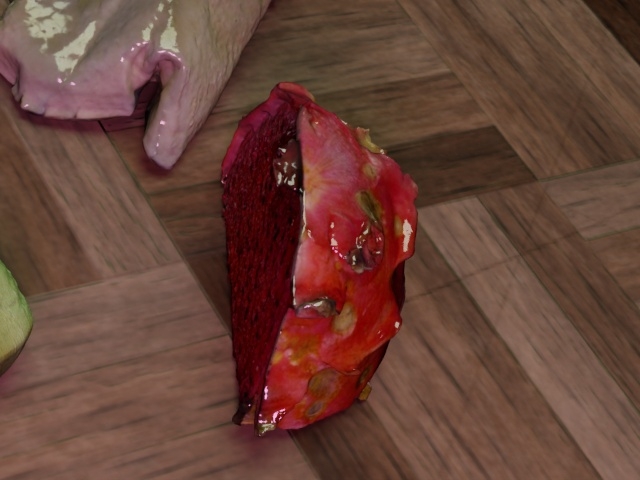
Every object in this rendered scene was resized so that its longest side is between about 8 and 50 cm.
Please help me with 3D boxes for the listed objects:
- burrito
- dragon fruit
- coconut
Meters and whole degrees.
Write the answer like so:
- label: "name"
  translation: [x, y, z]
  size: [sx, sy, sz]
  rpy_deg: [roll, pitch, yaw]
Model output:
- label: "burrito"
  translation: [-0.118, -0.214, 1.251]
  size: [0.190, 0.135, 0.332]
  rpy_deg: [31, 47, -3]
- label: "dragon fruit"
  translation: [0.012, -0.002, 1.078]
  size: [0.126, 0.161, 0.274]
  rpy_deg: [7, 44, -14]
- label: "coconut"
  translation: [-0.221, 0.051, 0.986]
  size: [0.087, 0.096, 0.088]
  rpy_deg: [-14, 21, 6]
